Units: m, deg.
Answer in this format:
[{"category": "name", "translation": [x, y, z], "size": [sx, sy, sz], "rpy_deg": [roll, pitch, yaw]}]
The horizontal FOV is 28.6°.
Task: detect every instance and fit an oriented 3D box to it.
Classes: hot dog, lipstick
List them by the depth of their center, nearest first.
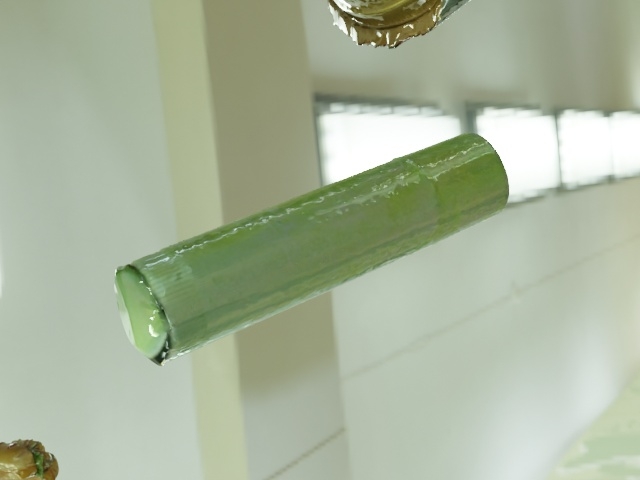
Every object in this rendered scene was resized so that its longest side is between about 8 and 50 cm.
[{"category": "lipstick", "translation": [0.000, 0.000, 0.895], "size": [0.304, 0.076, 0.076], "rpy_deg": [-22, -69, -27]}, {"category": "hot dog", "translation": [-0.502, 0.348, 1.989], "size": [0.104, 0.250, 0.076], "rpy_deg": [27, -119, -42]}]

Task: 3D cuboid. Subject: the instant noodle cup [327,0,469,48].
[{"category": "instant noodle cup", "translation": [0.046, -0.252, 0.724], "size": [0.091, 0.274, 0.274], "rpy_deg": [21, -118, -28]}]
